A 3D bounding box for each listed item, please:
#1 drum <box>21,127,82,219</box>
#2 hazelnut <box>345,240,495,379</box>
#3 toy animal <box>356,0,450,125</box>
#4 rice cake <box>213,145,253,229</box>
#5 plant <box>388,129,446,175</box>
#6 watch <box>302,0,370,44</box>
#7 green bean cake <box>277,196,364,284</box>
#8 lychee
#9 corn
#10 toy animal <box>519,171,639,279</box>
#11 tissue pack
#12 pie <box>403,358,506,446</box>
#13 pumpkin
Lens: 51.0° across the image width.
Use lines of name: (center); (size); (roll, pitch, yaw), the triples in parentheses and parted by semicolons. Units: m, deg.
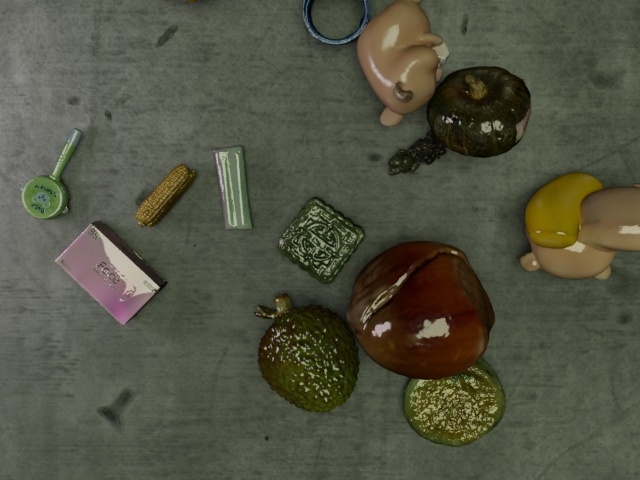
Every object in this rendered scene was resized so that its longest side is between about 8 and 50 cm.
drum: (-0.709, -0.179, 1.757); (0.130, 0.049, 0.253); (12, 96, -2)
hazelnut: (0.249, 0.180, 1.668); (0.372, 0.372, 0.315); (-6, 133, 1)
toy animal: (0.206, -0.443, 1.650); (0.213, 0.195, 0.256); (-23, 78, -9)
rice cake: (-0.230, -0.136, 1.768); (0.080, 0.042, 0.221); (-7, 97, -1)
plant: (0.252, -0.223, 1.745); (0.174, 0.087, 0.085); (-28, 121, 7)
watch: (0.035, -0.591, 1.667); (0.196, 0.171, 0.200); (19, 108, 9)
green bean cake: (0.000, 0.000, 1.763); (0.185, 0.094, 0.183); (36, 96, 1)
lychee: (-0.035, 0.288, 1.709); (0.270, 0.320, 0.270); (-4, 122, -7)
corn: (-0.408, -0.115, 1.756); (0.068, 0.068, 0.207); (42, 96, -5)
toy animal: (0.682, -0.024, 1.710); (0.345, 0.277, 0.247); (-4, 125, 11)
tissue pack: (-0.550, 0.086, 1.766); (0.246, 0.092, 0.148); (44, 96, -5)
pie: (0.363, 0.432, 1.823); (0.277, 0.078, 0.277); (1, 99, 5)
pumpkin: (0.386, -0.329, 1.644); (0.260, 0.260, 0.189); (-16, 133, 2)
